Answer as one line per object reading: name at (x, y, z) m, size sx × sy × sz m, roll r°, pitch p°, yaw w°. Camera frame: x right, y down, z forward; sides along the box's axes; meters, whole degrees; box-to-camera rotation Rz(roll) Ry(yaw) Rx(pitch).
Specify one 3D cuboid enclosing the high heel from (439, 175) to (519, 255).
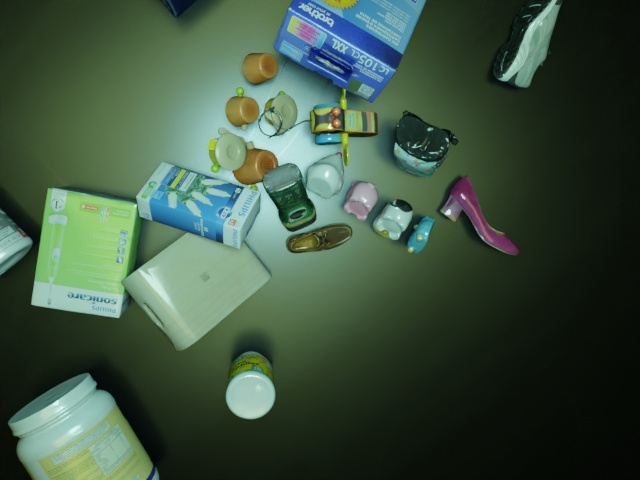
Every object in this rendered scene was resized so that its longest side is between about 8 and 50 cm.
high heel at (0.443, -0.062, 1.532) m, size 0.244 × 0.082 × 0.117 m, roll 34°, pitch 102°, yaw 4°

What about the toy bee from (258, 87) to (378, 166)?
toy bee at (0.034, -0.269, 1.376) m, size 0.298 × 0.162 × 0.195 m, roll -28°, pitch 106°, yaw -25°

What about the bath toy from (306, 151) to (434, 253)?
bath toy at (0.125, -0.103, 1.472) m, size 0.348 × 0.151 × 0.129 m, roll 32°, pitch 58°, yaw -5°

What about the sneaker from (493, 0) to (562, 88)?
sneaker at (0.548, -0.519, 1.488) m, size 0.108 × 0.100 × 0.272 m, roll 25°, pitch 97°, yaw -22°

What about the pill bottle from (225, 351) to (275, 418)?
pill bottle at (-0.174, 0.350, 1.450) m, size 0.117 × 0.208 × 0.118 m, roll -1°, pitch 97°, yaw -6°

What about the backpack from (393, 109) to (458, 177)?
backpack at (0.248, -0.230, 1.443) m, size 0.152 × 0.182 × 0.115 m, roll 35°, pitch 90°, yaw 12°

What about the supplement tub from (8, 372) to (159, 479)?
supplement tub at (-0.573, 0.519, 1.413) m, size 0.241 × 0.241 × 0.331 m, roll -27°, pitch 99°, yaw -2°

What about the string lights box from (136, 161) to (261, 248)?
string lights box at (-0.287, -0.086, 1.391) m, size 0.259 × 0.077 × 0.133 m, roll 17°, pitch 50°, yaw 6°

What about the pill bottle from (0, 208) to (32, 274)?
pill bottle at (-0.837, -0.046, 1.357) m, size 0.161 × 0.161 × 0.283 m, roll -42°, pitch 99°, yaw 0°

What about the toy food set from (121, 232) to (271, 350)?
toy food set at (-0.297, 0.092, 1.438) m, size 0.306 × 0.092 × 0.220 m, roll -41°, pitch 100°, yaw -24°

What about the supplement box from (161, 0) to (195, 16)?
supplement box at (-0.389, -0.726, 1.305) m, size 0.195 × 0.194 × 0.356 m, roll -41°, pitch 99°, yaw 0°

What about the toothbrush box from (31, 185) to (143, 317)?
toothbrush box at (-0.560, 0.026, 1.414) m, size 0.206 × 0.122 × 0.283 m, roll 9°, pitch 95°, yaw -8°

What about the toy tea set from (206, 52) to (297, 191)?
toy tea set at (-0.173, -0.291, 1.426) m, size 0.200 × 0.124 × 0.336 m, roll 31°, pitch 72°, yaw -42°

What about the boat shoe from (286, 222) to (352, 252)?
boat shoe at (0.000, 0.000, 1.501) m, size 0.178 × 0.060 × 0.064 m, roll -13°, pitch 98°, yaw -4°

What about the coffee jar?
coffee jar at (-0.072, -0.101, 1.429) m, size 0.096 × 0.184 × 0.079 m, roll -24°, pitch 54°, yaw -1°

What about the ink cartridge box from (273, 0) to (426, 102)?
ink cartridge box at (0.074, -0.506, 1.326) m, size 0.270 × 0.151 × 0.396 m, roll 27°, pitch 67°, yaw -8°
